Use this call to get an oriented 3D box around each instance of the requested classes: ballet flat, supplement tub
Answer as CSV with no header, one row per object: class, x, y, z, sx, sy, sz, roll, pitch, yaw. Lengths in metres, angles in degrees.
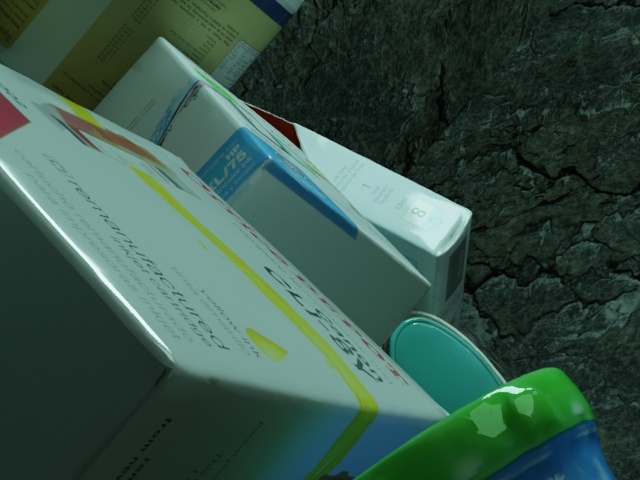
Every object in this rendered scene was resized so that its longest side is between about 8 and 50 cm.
ballet flat,0.197,0.248,1.616,0.400,0.139,0.139,45,6,-6
supplement tub,-0.192,-0.192,1.281,0.228,0.316,0.228,41,6,-5

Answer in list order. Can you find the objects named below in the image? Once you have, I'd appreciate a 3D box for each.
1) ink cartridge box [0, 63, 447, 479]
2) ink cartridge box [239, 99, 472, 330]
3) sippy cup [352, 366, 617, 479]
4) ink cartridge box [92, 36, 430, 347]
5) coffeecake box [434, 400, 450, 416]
ink cartridge box,-0.124,0.048,0.730,0.279,0.160,0.385,44,6,22
ink cartridge box,0.000,0.000,1.723,0.385,0.091,0.308,27,-30,20
sippy cup,0.098,0.221,0.699,0.305,0.240,0.224,-21,68,-39
ink cartridge box,-0.089,0.001,1.118,0.198,0.197,0.270,37,7,-36
coffeecake box,0.152,0.252,1.451,0.185,0.068,0.142,41,6,-1
